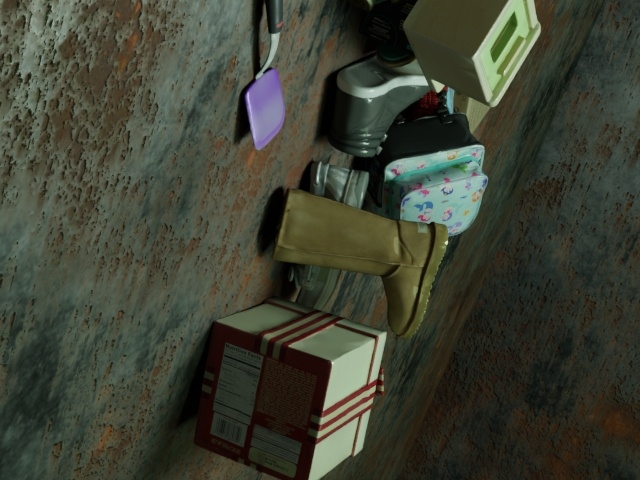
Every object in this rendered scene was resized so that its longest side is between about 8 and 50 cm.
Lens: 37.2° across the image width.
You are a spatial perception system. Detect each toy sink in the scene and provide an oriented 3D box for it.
[{"bbox_3d":[0.236,-0.305,1.425,0.153,0.131,0.234,-57,158,-5],"label":"toy sink"}]

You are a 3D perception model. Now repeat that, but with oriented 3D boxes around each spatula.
[{"bbox_3d":[-0.065,-0.253,1.224,0.084,0.030,0.297,-48,156,-40],"label":"spatula"}]

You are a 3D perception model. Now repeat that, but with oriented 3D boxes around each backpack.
[{"bbox_3d":[0.199,-0.105,1.840,0.225,0.191,0.254,-12,150,-13],"label":"backpack"}]

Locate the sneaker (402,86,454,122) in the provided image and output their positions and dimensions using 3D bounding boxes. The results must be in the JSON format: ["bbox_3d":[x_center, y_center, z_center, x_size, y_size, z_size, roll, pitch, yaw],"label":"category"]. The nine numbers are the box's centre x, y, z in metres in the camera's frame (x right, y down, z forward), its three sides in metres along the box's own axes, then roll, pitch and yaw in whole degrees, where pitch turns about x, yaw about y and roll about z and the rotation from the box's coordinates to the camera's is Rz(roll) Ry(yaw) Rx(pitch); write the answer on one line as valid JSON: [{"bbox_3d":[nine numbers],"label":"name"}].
[{"bbox_3d":[0.236,-0.302,1.858,0.125,0.104,0.262,-54,160,-32],"label":"sneaker"}]

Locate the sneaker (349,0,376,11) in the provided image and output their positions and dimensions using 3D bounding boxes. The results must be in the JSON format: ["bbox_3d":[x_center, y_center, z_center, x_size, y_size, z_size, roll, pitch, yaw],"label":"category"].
[{"bbox_3d":[0.051,-0.386,1.300,0.086,0.064,0.192,-59,159,2],"label":"sneaker"}]

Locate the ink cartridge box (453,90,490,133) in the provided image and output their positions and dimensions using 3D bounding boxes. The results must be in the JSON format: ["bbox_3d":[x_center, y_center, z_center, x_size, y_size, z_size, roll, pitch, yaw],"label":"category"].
[{"bbox_3d":[0.319,-0.344,2.045,0.193,0.088,0.235,-53,159,-32],"label":"ink cartridge box"}]

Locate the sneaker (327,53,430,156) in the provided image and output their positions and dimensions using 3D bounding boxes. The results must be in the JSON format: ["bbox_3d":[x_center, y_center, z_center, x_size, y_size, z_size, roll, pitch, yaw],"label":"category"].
[{"bbox_3d":[0.103,-0.228,1.613,0.295,0.104,0.147,-28,143,-51],"label":"sneaker"}]

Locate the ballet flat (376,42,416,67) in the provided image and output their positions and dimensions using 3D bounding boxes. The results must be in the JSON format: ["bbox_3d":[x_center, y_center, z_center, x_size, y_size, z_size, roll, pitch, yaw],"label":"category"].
[{"bbox_3d":[0.164,-0.353,1.618,0.232,0.080,0.073,-55,161,-30],"label":"ballet flat"}]

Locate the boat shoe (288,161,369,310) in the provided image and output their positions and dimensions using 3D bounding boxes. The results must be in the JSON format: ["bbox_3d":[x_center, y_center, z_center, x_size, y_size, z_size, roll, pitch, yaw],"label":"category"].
[{"bbox_3d":[0.000,0.001,1.665,0.118,0.103,0.320,-72,179,-48],"label":"boat shoe"}]

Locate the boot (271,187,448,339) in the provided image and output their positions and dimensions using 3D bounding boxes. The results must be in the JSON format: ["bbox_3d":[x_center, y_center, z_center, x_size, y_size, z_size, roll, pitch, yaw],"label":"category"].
[{"bbox_3d":[0.051,0.039,1.572,0.089,0.269,0.236,-96,-161,-62],"label":"boot"}]

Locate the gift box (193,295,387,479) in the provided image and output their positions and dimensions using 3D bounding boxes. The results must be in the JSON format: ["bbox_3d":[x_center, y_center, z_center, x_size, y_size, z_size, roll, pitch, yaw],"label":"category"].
[{"bbox_3d":[-0.055,0.258,1.608,0.258,0.255,0.277,-16,125,-63],"label":"gift box"}]

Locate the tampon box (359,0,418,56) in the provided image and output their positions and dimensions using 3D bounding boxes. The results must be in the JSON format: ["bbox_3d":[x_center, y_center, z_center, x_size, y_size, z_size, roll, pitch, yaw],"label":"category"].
[{"bbox_3d":[0.151,-0.386,1.481,0.101,0.120,0.161,-37,148,-50],"label":"tampon box"}]
